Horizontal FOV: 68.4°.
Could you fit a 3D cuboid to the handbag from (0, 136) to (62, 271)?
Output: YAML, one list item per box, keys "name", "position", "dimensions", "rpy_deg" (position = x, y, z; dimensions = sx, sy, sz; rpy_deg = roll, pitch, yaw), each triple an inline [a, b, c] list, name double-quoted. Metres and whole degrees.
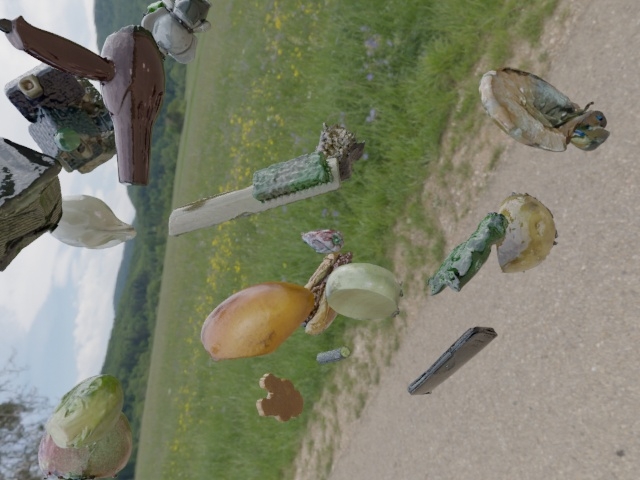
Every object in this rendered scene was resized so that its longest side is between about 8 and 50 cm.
- name: "handbag"
  position: [-0.851, -0.090, 1.243]
  dimensions: [0.340, 0.248, 0.240]
  rpy_deg: [-74, 6, -54]

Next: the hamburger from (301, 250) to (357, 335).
- name: "hamburger"
  position: [0.014, 0.182, 1.637]
  dimensions: [0.282, 0.156, 0.245]
  rpy_deg: [-64, -13, 25]

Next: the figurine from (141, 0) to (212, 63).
- name: "figurine"
  position: [-0.347, -0.518, 1.144]
  dimensions: [0.192, 0.147, 0.126]
  rpy_deg: [-50, 33, 1]

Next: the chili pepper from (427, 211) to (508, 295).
- name: "chili pepper"
  position: [0.309, 0.035, 0.982]
  dimensions: [0.224, 0.061, 0.098]
  rpy_deg: [-49, 17, -15]

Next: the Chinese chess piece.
- name: "Chinese chess piece"
  position: [0.131, 0.157, 1.416]
  dimensions: [0.237, 0.238, 0.092]
  rpy_deg: [123, 162, -54]

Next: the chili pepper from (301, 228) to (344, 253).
- name: "chili pepper"
  position: [-0.001, 0.001, 0.833]
  dimensions: [0.153, 0.041, 0.050]
  rpy_deg: [-3, 120, 60]

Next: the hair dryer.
- name: "hair dryer"
  position: [-0.434, -0.274, 0.844]
  dimensions: [0.123, 0.341, 0.312]
  rpy_deg: [0, 85, 33]

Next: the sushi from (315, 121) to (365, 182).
- name: "sushi"
  position: [0.058, -0.274, 1.466]
  dimensions: [0.114, 0.147, 0.212]
  rpy_deg: [91, -167, -46]

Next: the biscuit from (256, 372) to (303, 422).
- name: "biscuit"
  position: [-0.133, 0.534, 1.589]
  dimensions: [0.040, 0.236, 0.143]
  rpy_deg: [-7, 59, 31]

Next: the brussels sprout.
- name: "brussels sprout"
  position: [-0.554, 0.412, 1.128]
  dimensions: [0.162, 0.143, 0.181]
  rpy_deg: [-26, 10, 44]

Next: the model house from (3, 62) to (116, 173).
- name: "model house"
  position: [-0.784, -0.386, 1.437]
  dimensions: [0.298, 0.243, 0.284]
  rpy_deg: [54, 173, 1]

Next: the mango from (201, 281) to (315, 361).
- name: "mango"
  position: [-0.178, 0.234, 1.360]
  dimensions: [0.199, 0.350, 0.201]
  rpy_deg: [55, -173, -38]

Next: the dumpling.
- name: "dumpling"
  position: [-0.848, -0.053, 1.681]
  dimensions: [0.260, 0.342, 0.181]
  rpy_deg: [-47, 53, 54]

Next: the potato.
- name: "potato"
  position: [0.555, -0.001, 1.273]
  dimensions: [0.138, 0.098, 0.243]
  rpy_deg: [7, 117, 49]

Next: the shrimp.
- name: "shrimp"
  position: [0.546, -0.290, 1.117]
  dimensions: [0.110, 0.446, 0.221]
  rpy_deg: [-45, 49, 48]

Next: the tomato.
- name: "tomato"
  position: [-0.817, 0.708, 1.652]
  dimensions: [0.303, 0.304, 0.238]
  rpy_deg: [134, 141, -62]

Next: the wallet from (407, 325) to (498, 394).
- name: "wallet"
  position: [0.419, 0.389, 1.506]
  dimensions: [0.318, 0.173, 0.045]
  rpy_deg: [-49, 53, 20]

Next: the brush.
- name: "brush"
  position: [-0.107, -0.065, 0.684]
  dimensions: [0.048, 0.283, 0.054]
  rpy_deg: [47, -146, -53]

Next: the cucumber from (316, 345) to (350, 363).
- name: "cucumber"
  position: [0.056, 0.478, 1.956]
  dimensions: [0.187, 0.058, 0.058]
  rpy_deg: [-31, 51, 51]
